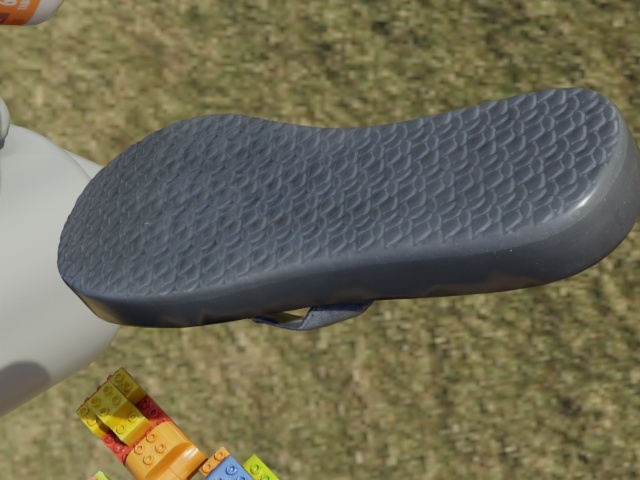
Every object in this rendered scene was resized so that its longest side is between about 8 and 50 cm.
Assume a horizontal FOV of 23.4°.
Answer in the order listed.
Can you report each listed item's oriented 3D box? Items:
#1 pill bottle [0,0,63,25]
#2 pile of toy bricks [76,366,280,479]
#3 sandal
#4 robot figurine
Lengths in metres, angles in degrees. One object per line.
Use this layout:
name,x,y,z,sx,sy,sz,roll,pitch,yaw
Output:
pill bottle,-0.231,-0.164,0.713,0.121,0.221,0.121,6,96,61
pile of toy bricks,-0.072,0.134,0.670,0.118,0.105,0.212,-45,54,-7
sandal,0.000,0.001,0.575,0.254,0.054,0.097,-1,49,36
robot figurine,-0.276,0.041,1.077,0.199,0.353,0.300,20,120,27
